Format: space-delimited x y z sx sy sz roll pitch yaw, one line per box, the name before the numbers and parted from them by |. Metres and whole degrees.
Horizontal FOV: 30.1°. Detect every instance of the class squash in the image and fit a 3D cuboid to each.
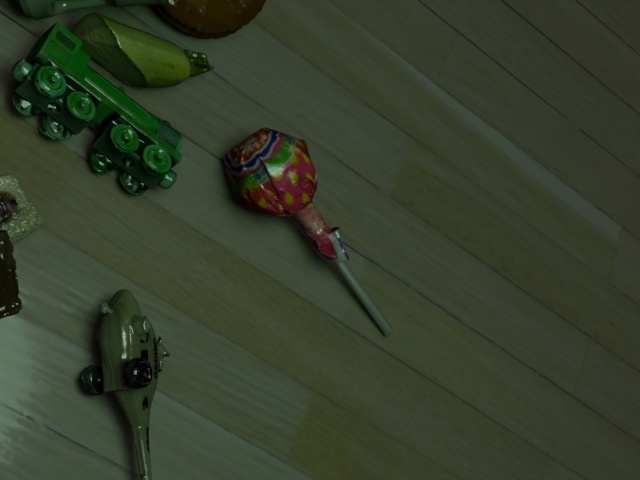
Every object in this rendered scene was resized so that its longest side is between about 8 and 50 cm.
squash | -0.228 -0.236 1.576 0.200 0.090 0.075 13 67 -43

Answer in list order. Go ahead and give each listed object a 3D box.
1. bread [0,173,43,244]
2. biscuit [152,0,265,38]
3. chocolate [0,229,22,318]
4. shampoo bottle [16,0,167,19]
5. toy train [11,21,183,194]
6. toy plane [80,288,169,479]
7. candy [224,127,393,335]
bread | -0.386 -0.037 1.456 0.070 0.035 0.083 -32 94 -35
biscuit | -0.163 -0.388 1.647 0.220 0.066 0.220 4 84 -38
chocolate | -0.498 0.081 1.323 0.321 0.112 0.112 -20 100 -36
shampoo bottle | -0.317 -0.340 1.502 0.234 0.118 0.087 -8 51 -5
toy train | -0.281 -0.164 1.530 0.251 0.085 0.119 38 46 -25
toy plane | -0.228 0.202 1.482 0.108 0.092 0.286 8 71 -57
candy | 0.000 0.000 1.672 0.124 0.124 0.365 -49 116 -31
